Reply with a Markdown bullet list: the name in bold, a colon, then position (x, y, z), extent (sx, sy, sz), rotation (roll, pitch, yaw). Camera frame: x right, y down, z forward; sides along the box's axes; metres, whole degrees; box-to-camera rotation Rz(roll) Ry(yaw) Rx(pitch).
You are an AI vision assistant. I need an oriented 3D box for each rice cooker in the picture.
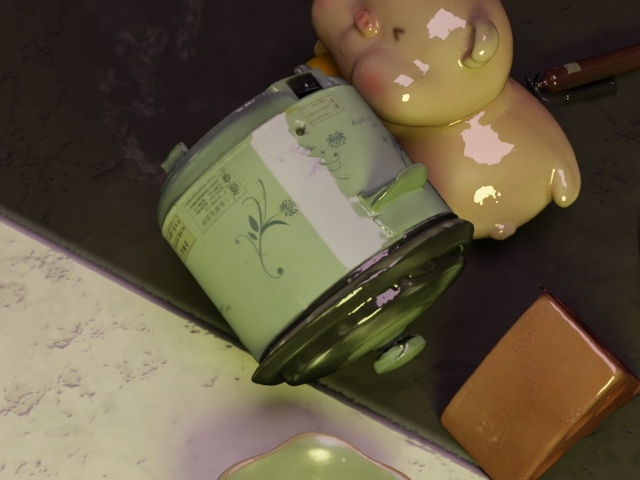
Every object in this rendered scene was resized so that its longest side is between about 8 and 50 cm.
- **rice cooker**: position (0.000, 0.000, 1.880), extent (0.316, 0.316, 0.264), rotation (44, 37, 18)

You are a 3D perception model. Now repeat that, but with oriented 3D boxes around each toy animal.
- **toy animal**: position (0.103, -0.165, 2.020), extent (0.277, 0.247, 0.345), rotation (-20, 65, -15)

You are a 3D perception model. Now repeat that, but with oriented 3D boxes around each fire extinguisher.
- **fire extinguisher**: position (0.311, -0.188, 2.191), extent (0.173, 0.035, 0.049), rotation (-17, 100, -17)

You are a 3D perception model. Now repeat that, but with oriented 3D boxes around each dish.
- **dish**: position (-0.006, 0.301, 1.823), extent (0.229, 0.081, 0.229), rotation (5, 57, -8)

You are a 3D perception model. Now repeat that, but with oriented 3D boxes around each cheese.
- **cheese**: position (0.214, 0.156, 1.925), extent (0.177, 0.203, 0.128), rotation (-44, 74, 5)
